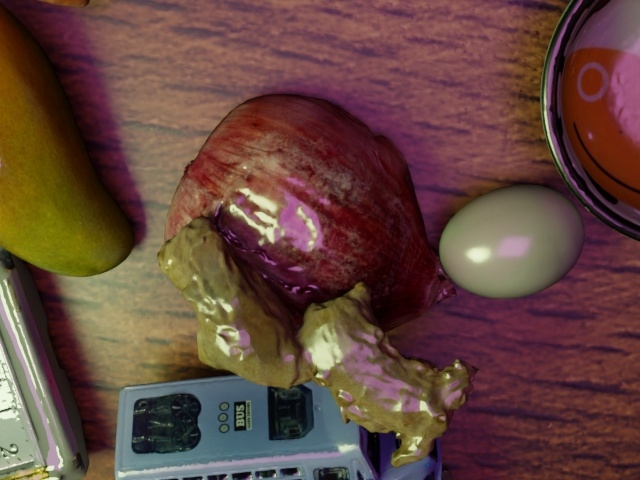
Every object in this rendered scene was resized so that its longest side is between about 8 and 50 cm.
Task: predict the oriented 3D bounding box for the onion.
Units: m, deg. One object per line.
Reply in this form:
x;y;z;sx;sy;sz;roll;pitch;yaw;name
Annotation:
0.000;0.000;1.037;0.283;0.120;0.227;24;104;-4;onion

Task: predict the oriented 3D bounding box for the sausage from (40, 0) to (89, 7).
-0.219;-0.338;0.986;0.113;0.113;0.259;19;101;-3;sausage

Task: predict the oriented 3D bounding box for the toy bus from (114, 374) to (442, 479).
-0.036;0.187;1.041;0.292;0.125;0.133;-6;141;2;toy bus

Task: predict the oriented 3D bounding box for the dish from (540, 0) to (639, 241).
0.325;-0.138;1.007;0.303;0.120;0.303;0;100;1;dish

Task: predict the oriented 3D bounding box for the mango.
-0.277;-0.085;1.010;0.129;0.146;0.289;-24;102;19;mango

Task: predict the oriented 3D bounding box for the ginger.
-0.013;0.079;0.949;0.290;0.084;0.122;30;101;2;ginger

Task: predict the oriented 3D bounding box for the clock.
-0.343;0.132;1.080;0.186;0.083;0.253;-16;100;3;clock

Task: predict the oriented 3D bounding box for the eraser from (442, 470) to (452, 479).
0.108;0.380;1.120;0.124;0.081;0.279;-15;99;3;eraser

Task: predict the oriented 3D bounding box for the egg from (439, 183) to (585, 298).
0.176;0.002;1.041;0.135;0.103;0.103;-17;99;0;egg
